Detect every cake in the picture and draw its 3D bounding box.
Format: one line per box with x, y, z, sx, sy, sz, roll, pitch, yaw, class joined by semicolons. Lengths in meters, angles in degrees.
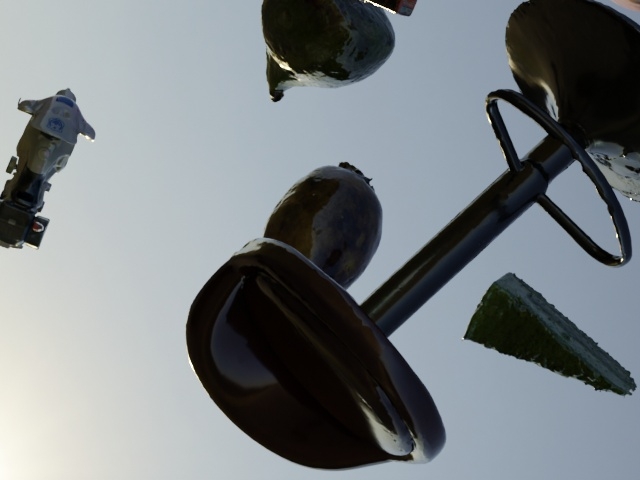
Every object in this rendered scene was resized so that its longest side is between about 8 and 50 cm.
0.324;0.127;1.622;0.235;0.100;0.099;21;-75;18;cake

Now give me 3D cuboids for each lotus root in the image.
0.000;0.000;1.726;0.141;0.314;0.169;7;-50;31;lotus root

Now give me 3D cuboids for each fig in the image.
-0.022;-0.284;1.712;0.235;0.203;0.203;-37;-127;30;fig

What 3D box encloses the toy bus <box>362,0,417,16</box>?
0.066;-0.290;1.372;0.110;0.031;0.043;34;-69;42;toy bus

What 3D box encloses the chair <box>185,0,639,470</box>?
0.097;0.012;0.932;0.226;0.401;0.226;45;-15;15;chair

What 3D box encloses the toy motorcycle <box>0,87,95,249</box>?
-0.354;-0.092;1.494;0.221;0.102;0.150;-68;-164;-3;toy motorcycle

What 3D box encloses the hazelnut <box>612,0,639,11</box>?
0.347;-0.308;1.229;0.150;0.150;0.150;179;-90;-66;hazelnut
